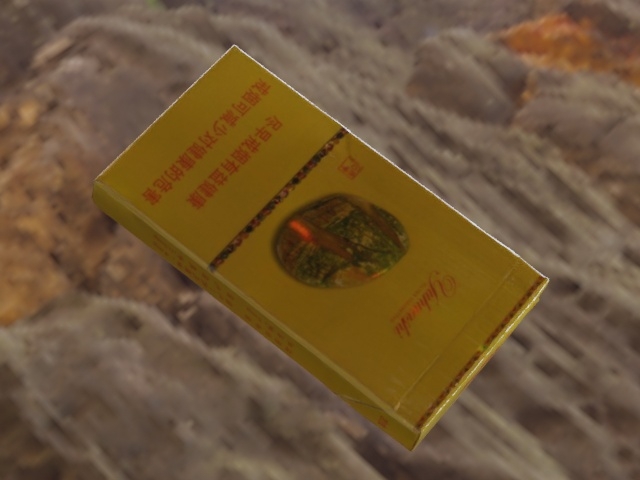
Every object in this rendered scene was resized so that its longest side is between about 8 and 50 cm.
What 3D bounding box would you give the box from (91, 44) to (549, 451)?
[{"bbox_3d":[0.000,0.000,0.747,0.155,0.087,0.023,38,-31,11],"label":"box"}]
